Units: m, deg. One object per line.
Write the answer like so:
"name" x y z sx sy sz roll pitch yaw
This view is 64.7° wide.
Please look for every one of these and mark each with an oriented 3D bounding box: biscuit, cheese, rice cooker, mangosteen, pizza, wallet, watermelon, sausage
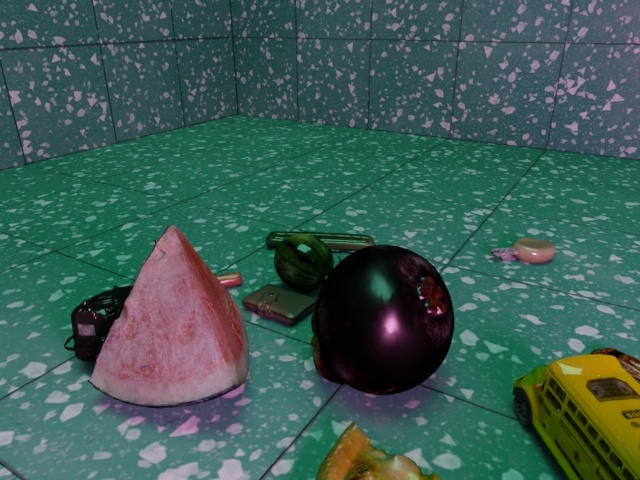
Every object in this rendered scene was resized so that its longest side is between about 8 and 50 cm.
"biscuit" 0.000 0.000 1.486 0.323 0.038 0.099 2 21 6
"cheese" 0.559 0.025 1.405 0.171 0.047 0.092 4 23 11
"rice cooker" -0.414 0.164 1.017 0.142 0.118 0.203 -4 14 11
"mangosteen" 0.092 0.152 0.931 0.302 0.274 0.275 -28 3 40
"pizza" 0.124 0.349 0.651 0.288 0.075 0.280 1 25 3
"wallet" -0.095 0.142 1.165 0.153 0.038 0.118 16 26 29
"watermelon" -0.027 0.062 1.222 0.187 0.140 0.141 31 38 33
"sausage" -0.237 0.100 1.266 0.084 0.034 0.034 -9 25 -20
"watermelon" -0.215 0.149 0.910 0.251 0.292 0.283 26 26 6

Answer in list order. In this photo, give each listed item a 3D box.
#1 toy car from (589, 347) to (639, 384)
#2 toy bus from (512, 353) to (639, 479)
"toy car" 0.571 0.234 0.950 0.059 0.035 0.122 -19 32 -29
"toy bus" 0.409 0.275 0.720 0.144 0.151 0.330 -4 24 -5
